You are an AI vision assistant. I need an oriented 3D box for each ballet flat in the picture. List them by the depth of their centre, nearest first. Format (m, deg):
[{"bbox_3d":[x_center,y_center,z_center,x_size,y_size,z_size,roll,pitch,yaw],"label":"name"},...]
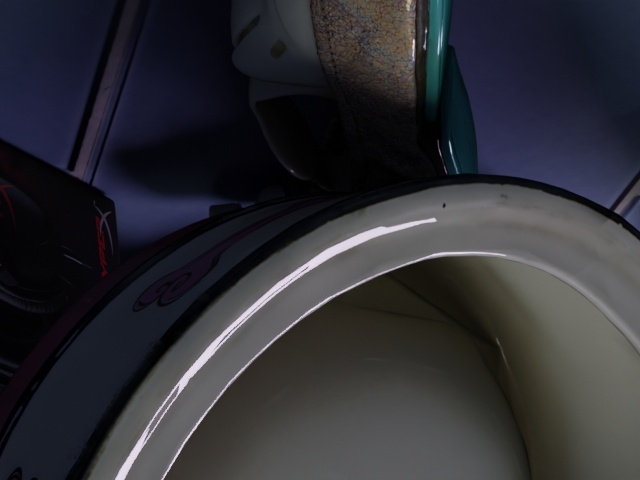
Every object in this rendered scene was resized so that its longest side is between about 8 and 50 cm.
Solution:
[{"bbox_3d":[0.015,-0.082,0.849,0.106,0.108,0.316,1,152,7],"label":"ballet flat"}]

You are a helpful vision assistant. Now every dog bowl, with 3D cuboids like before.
[{"bbox_3d":[0.007,0.159,0.858,0.408,0.408,0.150,16,-179,-38],"label":"dog bowl"}]

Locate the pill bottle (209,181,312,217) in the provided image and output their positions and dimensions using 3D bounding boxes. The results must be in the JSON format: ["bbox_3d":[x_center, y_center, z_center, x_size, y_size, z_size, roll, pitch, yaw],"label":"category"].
[{"bbox_3d":[0.000,0.000,1.024,0.120,0.067,0.067,-5,151,-7],"label":"pill bottle"}]

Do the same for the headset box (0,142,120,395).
[{"bbox_3d":[-0.223,0.043,0.881,0.110,0.218,0.293,-25,147,27],"label":"headset box"}]
